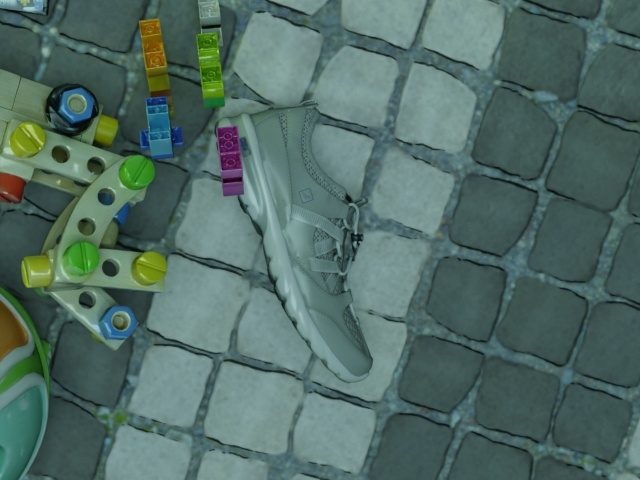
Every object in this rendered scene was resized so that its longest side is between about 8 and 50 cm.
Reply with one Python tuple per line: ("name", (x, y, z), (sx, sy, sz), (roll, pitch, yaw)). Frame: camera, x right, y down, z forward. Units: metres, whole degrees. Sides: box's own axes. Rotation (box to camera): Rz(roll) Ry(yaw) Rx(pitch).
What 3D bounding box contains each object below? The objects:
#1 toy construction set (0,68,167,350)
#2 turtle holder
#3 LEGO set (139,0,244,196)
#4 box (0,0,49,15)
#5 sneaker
("toy construction set", (-0.282, -0.049, 1.384), (0.328, 0.151, 0.215), (24, 70, -34))
("turtle holder", (-0.389, 0.172, 1.387), (0.320, 0.227, 0.243), (-37, 101, -1))
("LEGO set", (-0.123, -0.127, 1.429), (0.087, 0.093, 0.227), (-6, 58, -4))
("box", (-0.290, -0.282, 1.446), (0.094, 0.027, 0.137), (7, 96, -7))
("sneaker", (0.000, 0.000, 1.476), (0.115, 0.105, 0.281), (-22, 98, -4))
